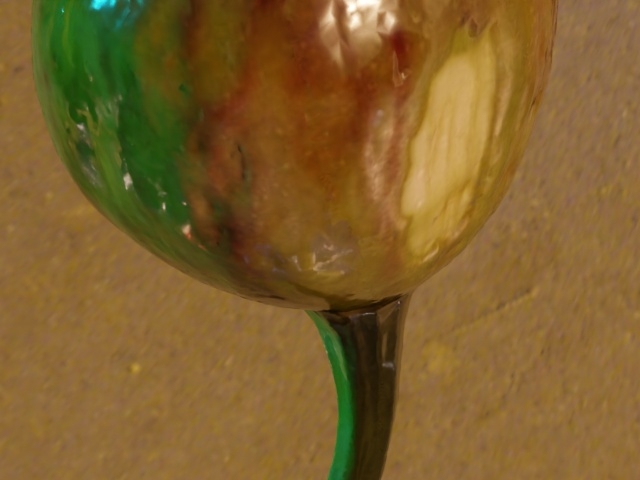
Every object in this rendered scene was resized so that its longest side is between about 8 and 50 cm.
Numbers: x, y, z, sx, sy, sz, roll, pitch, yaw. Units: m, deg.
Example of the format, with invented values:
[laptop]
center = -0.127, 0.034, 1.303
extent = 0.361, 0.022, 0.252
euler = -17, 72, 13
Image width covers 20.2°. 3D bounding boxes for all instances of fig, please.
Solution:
[fig]
center = 0.000, 0.000, 0.487
extent = 0.149, 0.149, 0.245
euler = 0, 112, 18
